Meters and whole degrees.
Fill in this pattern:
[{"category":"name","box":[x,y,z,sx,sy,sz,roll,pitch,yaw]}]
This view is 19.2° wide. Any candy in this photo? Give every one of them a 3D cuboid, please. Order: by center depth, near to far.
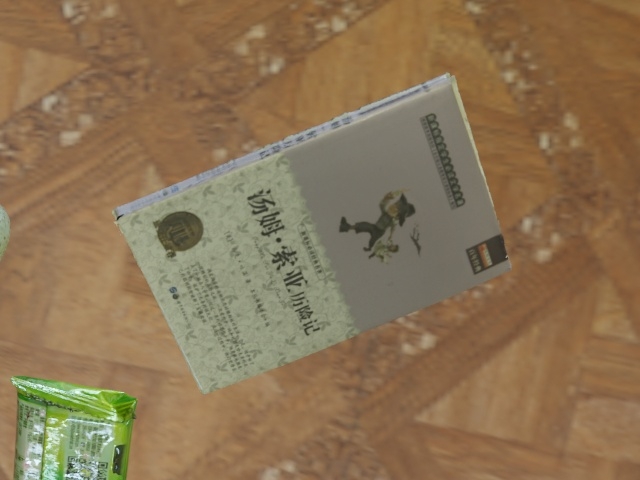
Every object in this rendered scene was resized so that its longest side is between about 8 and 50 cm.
[{"category":"candy","box":[-0.192,0.169,1.447,0.102,0.178,0.032,11,44,0]}]

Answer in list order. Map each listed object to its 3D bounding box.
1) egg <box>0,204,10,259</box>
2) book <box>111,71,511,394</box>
[{"category":"egg","box":[-0.296,0.003,1.494,0.110,0.085,0.085,-27,105,-34]},{"category":"book","box":[0.000,0.000,0.963,0.181,0.014,0.127,-22,124,0]}]
